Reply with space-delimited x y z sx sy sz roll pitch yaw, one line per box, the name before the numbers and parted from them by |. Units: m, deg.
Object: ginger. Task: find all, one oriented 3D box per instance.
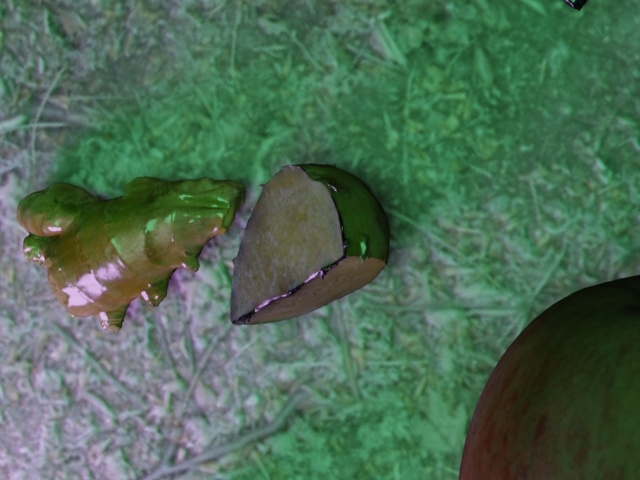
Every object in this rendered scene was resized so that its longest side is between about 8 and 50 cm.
ginger | -0.156 0.006 1.589 0.205 0.081 0.115 -5 64 27

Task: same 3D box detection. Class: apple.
apple | 0.262 0.144 1.348 0.344 0.345 0.269 -8 78 20

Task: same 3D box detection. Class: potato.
potato | 0.000 0.000 1.547 0.172 0.089 0.101 -38 61 50

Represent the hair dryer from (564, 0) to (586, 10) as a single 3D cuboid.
hair dryer | 0.116 -0.273 1.473 0.248 0.078 0.195 39 107 0
